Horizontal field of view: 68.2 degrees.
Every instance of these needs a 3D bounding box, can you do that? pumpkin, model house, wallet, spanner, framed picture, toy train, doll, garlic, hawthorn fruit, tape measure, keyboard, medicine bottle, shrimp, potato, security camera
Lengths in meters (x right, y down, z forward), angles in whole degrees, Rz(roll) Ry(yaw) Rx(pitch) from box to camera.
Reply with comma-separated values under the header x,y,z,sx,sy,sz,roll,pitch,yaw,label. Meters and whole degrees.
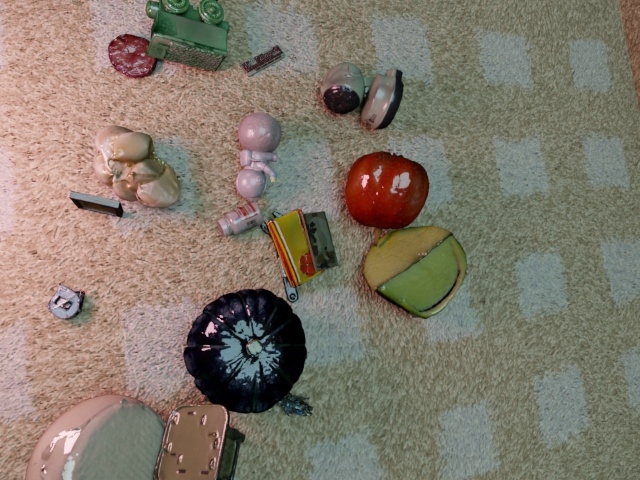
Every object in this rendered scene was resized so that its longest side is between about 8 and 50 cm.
x,y,z,sx,sy,sz,roll,pitch,yaw,label
-0.221,0.325,1.407,0.363,0.266,0.364,3,80,-18,pumpkin
-0.292,0.611,1.344,0.279,0.204,0.219,55,36,-48,model house
-0.074,0.022,1.589,0.141,0.067,0.241,-26,98,-36,wallet
-0.134,0.058,1.606,0.087,0.024,0.316,-13,89,-19,spanner
-0.641,-0.103,1.364,0.127,0.168,0.023,12,80,-18,framed picture
-0.423,-0.679,1.519,0.265,0.145,0.202,4,81,-29,toy train
-0.214,-0.270,1.558,0.150,0.151,0.288,11,82,-18,doll
-0.563,-0.203,1.398,0.184,0.203,0.281,-20,108,18,garlic
0.000,0.000,1.628,0.136,0.010,0.201,-11,86,-54,framed picture
0.223,-0.141,1.647,0.286,0.287,0.331,11,93,-18,hawthorn fruit
-0.727,0.179,1.358,0.091,0.054,0.094,20,74,-10,tape measure
-0.201,-0.636,1.674,0.166,0.017,0.055,-37,96,-20,keyboard
-0.262,-0.065,1.544,0.140,0.079,0.079,-25,92,-21,medicine bottle
-0.101,0.524,1.544,0.174,0.076,0.082,32,33,-9,shrimp
0.342,0.111,1.694,0.330,0.213,0.280,-37,123,1,potato
0.138,-0.529,1.697,0.277,0.197,0.191,18,68,-10,security camera

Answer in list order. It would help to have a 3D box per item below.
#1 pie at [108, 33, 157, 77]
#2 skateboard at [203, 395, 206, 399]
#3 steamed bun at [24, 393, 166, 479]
x,y,z,sx,sy,sz,roll,pitch,yaw,label
-0.599,-0.591,1.514,0.154,0.036,0.155,3,82,-19,pie
-0.317,0.483,1.481,0.083,0.032,0.064,27,85,-12,skateboard
-0.584,0.597,1.230,0.374,0.241,0.375,34,50,-53,steamed bun
